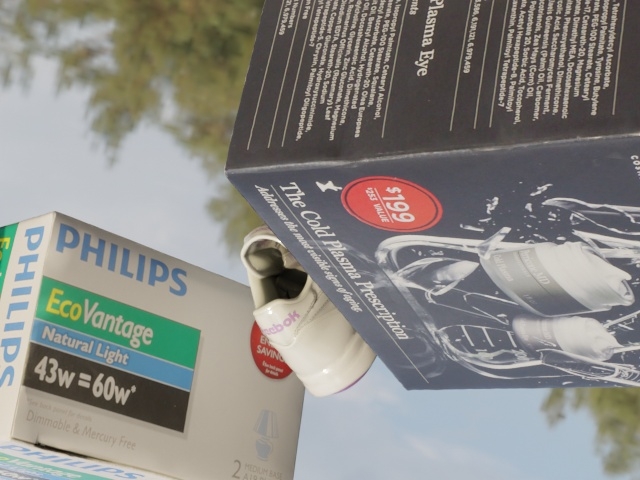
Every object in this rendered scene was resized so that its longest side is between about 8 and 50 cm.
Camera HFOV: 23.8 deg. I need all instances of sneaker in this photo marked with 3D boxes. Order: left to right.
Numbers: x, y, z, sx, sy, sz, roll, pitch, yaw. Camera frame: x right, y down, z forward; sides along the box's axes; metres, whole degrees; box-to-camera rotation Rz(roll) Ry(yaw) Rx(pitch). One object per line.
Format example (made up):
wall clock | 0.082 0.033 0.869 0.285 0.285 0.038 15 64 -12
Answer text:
sneaker | 0.000 0.000 1.483 0.152 0.114 0.305 44 -148 -30

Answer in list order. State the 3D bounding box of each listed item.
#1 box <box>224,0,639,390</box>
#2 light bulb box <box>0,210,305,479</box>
box | 0.154 -0.042 1.100 0.312 0.179 0.343 -5 148 26
light bulb box | -0.261 0.152 1.586 0.358 0.225 0.361 24 155 -40
